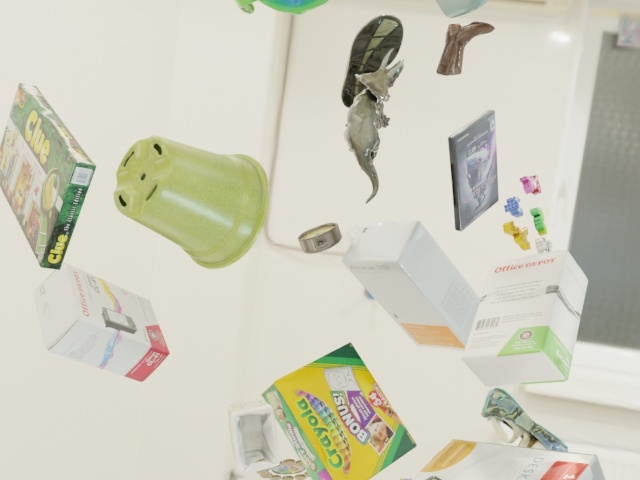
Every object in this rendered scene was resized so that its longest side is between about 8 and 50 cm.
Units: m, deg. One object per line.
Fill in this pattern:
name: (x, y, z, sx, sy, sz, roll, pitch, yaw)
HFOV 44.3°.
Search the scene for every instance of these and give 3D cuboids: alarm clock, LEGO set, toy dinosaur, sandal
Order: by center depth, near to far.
toy dinosaur: (0.092, -0.238, 1.675, 0.121, 0.313, 0.160, 13, -16, 13)
LEGO set: (0.485, -0.050, 1.891, 0.087, 0.227, 0.093, -24, -27, 37)
sandal: (0.124, -0.480, 2.086, 0.120, 0.302, 0.086, 16, 49, -10)
alarm clock: (0.000, 0.000, 2.350, 0.129, 0.064, 0.192, -20, 10, 4)

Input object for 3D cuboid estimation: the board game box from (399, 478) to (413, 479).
board game box: (0.253, 0.707, 1.897, 0.234, 0.078, 0.347, -9, 14, 27)

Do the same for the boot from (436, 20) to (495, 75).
boot: (0.290, -0.379, 1.576, 0.106, 0.114, 0.037, 7, -13, 39)

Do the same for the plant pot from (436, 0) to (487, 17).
plant pot: (0.282, -0.538, 1.319, 0.248, 0.247, 0.252, -36, 19, 7)

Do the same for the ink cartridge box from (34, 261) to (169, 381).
ink cartridge box: (-0.570, 0.218, 2.059, 0.306, 0.131, 0.226, 34, 17, -46)

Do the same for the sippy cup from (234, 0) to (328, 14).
sippy cup: (-0.035, -0.597, 1.649, 0.306, 0.239, 0.224, 4, 16, 11)

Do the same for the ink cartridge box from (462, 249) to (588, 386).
ink cartridge box: (0.446, 0.169, 1.699, 0.198, 0.272, 0.115, -14, -52, 43)

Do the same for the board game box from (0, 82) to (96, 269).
board game box: (-0.345, -0.087, 0.963, 0.030, 0.136, 0.260, 12, 20, -40)

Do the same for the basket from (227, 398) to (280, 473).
basket: (-0.180, 0.512, 2.081, 0.113, 0.167, 0.103, -8, 9, -16)

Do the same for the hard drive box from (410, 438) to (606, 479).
hard drive box: (0.221, 0.347, 0.999, 0.181, 0.089, 0.232, -31, 14, -39)

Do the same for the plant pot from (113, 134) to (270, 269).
plant pot: (-0.295, -0.102, 1.708, 0.276, 0.276, 0.254, 14, -8, 43)

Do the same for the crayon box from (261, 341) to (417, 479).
crayon box: (0.055, 0.515, 2.251, 0.313, 0.362, 0.106, -21, -19, -42)

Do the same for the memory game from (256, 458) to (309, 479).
memory game: (-0.092, 0.670, 2.284, 0.186, 0.012, 0.186, -2, -35, -2)

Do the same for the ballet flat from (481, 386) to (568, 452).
ballet flat: (0.337, 0.323, 1.318, 0.188, 0.070, 0.070, 40, -1, -14)

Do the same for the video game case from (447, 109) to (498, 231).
video game case: (0.412, -0.187, 2.101, 0.026, 0.274, 0.196, 17, 39, 40)

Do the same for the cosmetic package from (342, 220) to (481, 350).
cosmetic package: (0.298, 0.143, 2.389, 0.230, 0.161, 0.453, -2, -41, 47)
